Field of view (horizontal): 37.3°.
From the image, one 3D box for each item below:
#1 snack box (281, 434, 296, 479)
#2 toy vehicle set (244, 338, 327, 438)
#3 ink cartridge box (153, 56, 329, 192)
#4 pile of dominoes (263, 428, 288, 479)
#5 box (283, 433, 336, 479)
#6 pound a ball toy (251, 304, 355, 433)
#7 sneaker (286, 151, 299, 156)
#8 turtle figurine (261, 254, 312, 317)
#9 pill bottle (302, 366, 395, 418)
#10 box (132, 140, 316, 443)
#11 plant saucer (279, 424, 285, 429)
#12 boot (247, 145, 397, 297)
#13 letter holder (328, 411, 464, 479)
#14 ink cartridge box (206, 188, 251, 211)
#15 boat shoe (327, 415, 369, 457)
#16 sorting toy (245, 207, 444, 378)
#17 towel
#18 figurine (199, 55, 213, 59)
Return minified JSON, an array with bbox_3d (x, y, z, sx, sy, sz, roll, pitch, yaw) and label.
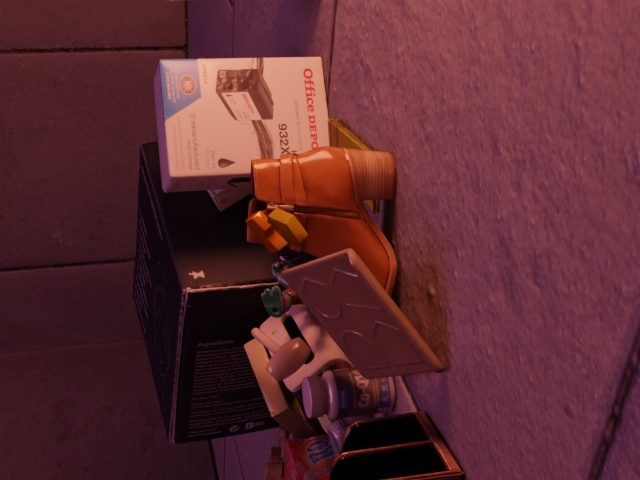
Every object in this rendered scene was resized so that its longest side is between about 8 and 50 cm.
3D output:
[{"bbox_3d":[-0.027,0.513,2.040,0.322,0.060,0.187,103,159,-51],"label":"snack box"},{"bbox_3d":[-0.051,0.307,1.811,0.267,0.035,0.166,53,-171,-53],"label":"toy vehicle set"},{"bbox_3d":[-0.144,-0.217,1.766,0.129,0.307,0.223,148,117,-72],"label":"ink cartridge box"},{"bbox_3d":[-0.107,0.478,2.246,0.251,0.040,0.196,-90,9,-64],"label":"pile of dominoes"},{"bbox_3d":[0.001,0.492,1.780,0.123,0.128,0.257,-113,22,-51],"label":"box"},{"bbox_3d":[-0.017,0.189,1.673,0.208,0.135,0.319,52,179,-23],"label":"pound a ball toy"},{"bbox_3d":[-0.016,-0.053,1.707,0.135,0.097,0.276,41,171,17],"label":"sneaker"},{"bbox_3d":[-0.006,0.069,1.680,0.118,0.175,0.234,62,-155,-7],"label":"turtle figurine"},{"bbox_3d":[0.044,0.242,1.509,0.078,0.137,0.078,175,90,-76],"label":"pill bottle"},{"bbox_3d":[-0.228,0.101,2.089,0.480,0.297,0.472,-115,25,-44],"label":"box"},{"bbox_3d":[-0.049,0.360,2.049,0.119,0.021,0.119,-54,-19,-28],"label":"plant saucer"},{"bbox_3d":[0.000,0.000,1.429,0.109,0.220,0.284,-125,33,-66],"label":"boot"},{"bbox_3d":[0.064,0.419,1.329,0.152,0.214,0.302,-124,32,-63],"label":"letter holder"},{"bbox_3d":[-0.145,-0.181,1.947,0.171,0.235,0.056,53,170,43],"label":"ink cartridge box"},{"bbox_3d":[0.074,0.385,1.575,0.083,0.075,0.226,44,152,52],"label":"boat shoe"},{"bbox_3d":[0.030,0.068,1.334,0.307,0.041,0.229,52,154,-11],"label":"sorting toy"},{"bbox_3d":[0.056,-0.130,1.590,0.237,0.021,0.102,-127,30,-64],"label":"towel"},{"bbox_3d":[-0.145,-0.285,1.924,0.092,0.209,0.215,103,166,-49],"label":"figurine"}]
